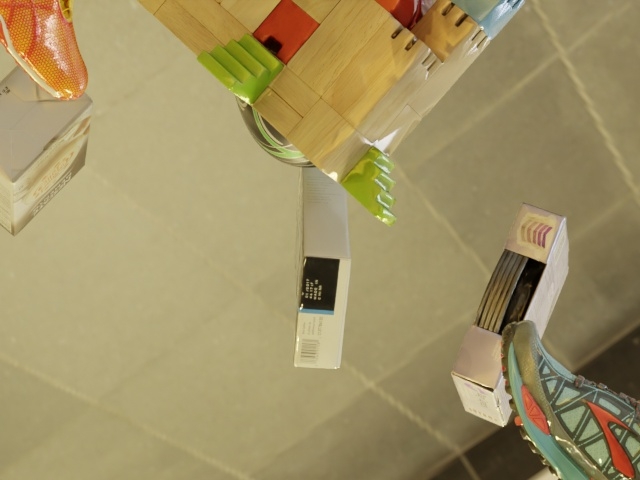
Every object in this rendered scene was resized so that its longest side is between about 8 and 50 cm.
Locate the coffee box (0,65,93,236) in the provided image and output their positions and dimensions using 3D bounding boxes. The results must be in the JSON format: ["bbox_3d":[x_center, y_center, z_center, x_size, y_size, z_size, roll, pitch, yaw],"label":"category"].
[{"bbox_3d":[-0.360,-0.113,1.767,0.141,0.098,0.246,-48,179,-17],"label":"coffee box"}]

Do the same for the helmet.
[{"bbox_3d":[-0.013,-0.167,1.756,0.169,0.161,0.169,-37,-173,5],"label":"helmet"}]

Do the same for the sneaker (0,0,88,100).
[{"bbox_3d":[-0.178,-0.170,0.893,0.067,0.064,0.175,-17,107,11],"label":"sneaker"}]

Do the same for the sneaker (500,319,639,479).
[{"bbox_3d":[0.262,0.169,1.311,0.125,0.262,0.104,-33,-174,16],"label":"sneaker"}]

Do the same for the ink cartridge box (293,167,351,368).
[{"bbox_3d":[0.000,0.000,1.850,0.065,0.333,0.165,4,121,-1],"label":"ink cartridge box"}]

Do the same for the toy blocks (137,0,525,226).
[{"bbox_3d":[0.007,-0.239,1.359,0.261,0.381,0.190,-49,157,5],"label":"toy blocks"}]

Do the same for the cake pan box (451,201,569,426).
[{"bbox_3d":[0.253,0.103,1.901,0.267,0.070,0.246,57,53,-71],"label":"cake pan box"}]
